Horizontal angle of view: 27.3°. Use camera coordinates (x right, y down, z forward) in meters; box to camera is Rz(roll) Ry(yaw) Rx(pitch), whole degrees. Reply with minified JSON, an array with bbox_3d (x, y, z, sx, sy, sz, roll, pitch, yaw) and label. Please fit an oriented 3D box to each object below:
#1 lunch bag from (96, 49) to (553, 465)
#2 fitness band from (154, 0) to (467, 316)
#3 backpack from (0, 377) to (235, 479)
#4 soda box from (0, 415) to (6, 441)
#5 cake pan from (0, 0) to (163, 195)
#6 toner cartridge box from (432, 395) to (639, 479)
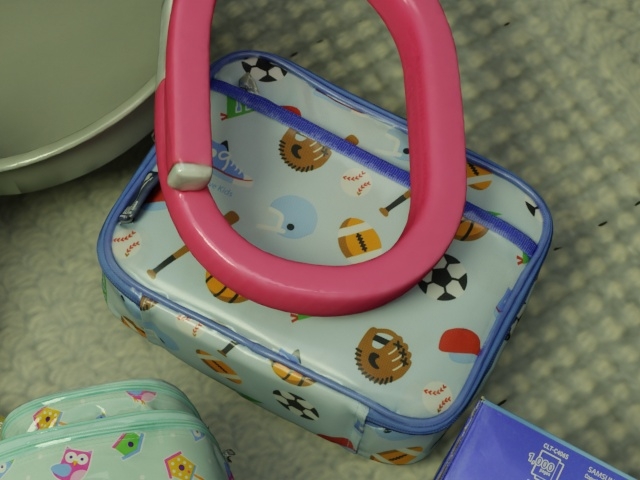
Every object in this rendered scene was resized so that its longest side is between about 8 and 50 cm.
[{"bbox_3d":[0.000,0.000,0.950,0.303,0.115,0.243,29,66,8],"label":"lunch bag"},{"bbox_3d":[-0.004,-0.092,0.880,0.209,0.054,0.291,6,66,-18],"label":"fitness band"},{"bbox_3d":[-0.132,0.168,0.828,0.166,0.188,0.144,-9,68,-6],"label":"backpack"},{"bbox_3d":[-0.257,0.202,0.875,0.058,0.061,0.181,17,67,4],"label":"soda box"},{"bbox_3d":[-0.212,-0.147,0.979,0.293,0.054,0.293,-9,51,11],"label":"cake pan"},{"bbox_3d":[0.226,0.233,0.835,0.348,0.165,0.075,28,68,8],"label":"toner cartridge box"}]
